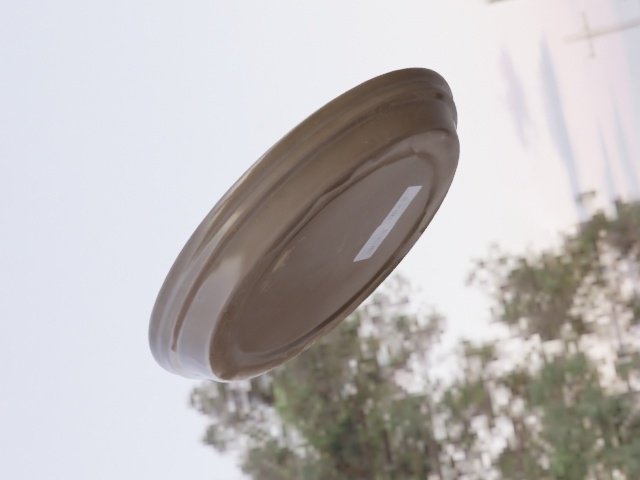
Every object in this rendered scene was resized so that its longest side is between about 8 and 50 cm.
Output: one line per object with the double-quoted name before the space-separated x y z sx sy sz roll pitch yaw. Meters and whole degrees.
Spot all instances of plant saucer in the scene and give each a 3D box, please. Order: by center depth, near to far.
"plant saucer" 0.000 0.000 1.048 0.041 0.278 0.278 44 -172 20
